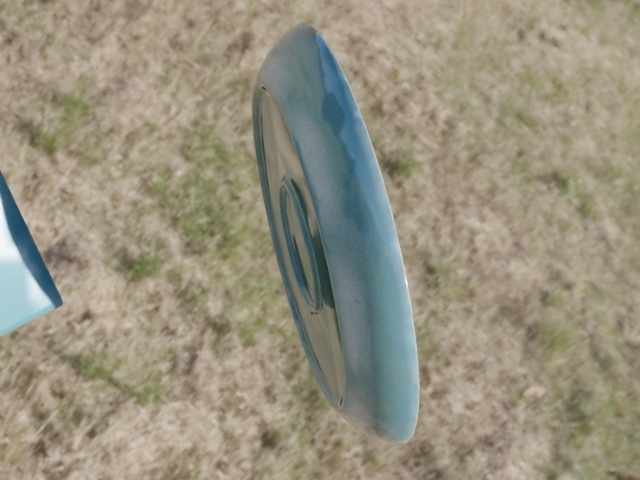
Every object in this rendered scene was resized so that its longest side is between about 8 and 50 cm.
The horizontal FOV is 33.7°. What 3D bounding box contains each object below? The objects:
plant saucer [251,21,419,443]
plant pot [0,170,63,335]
[{"bbox_3d":[0.000,0.000,0.786,0.043,0.317,0.318,-13,57,-10],"label":"plant saucer"},{"bbox_3d":[-0.359,0.021,0.802,0.234,0.165,0.165,-32,120,-26],"label":"plant pot"}]
